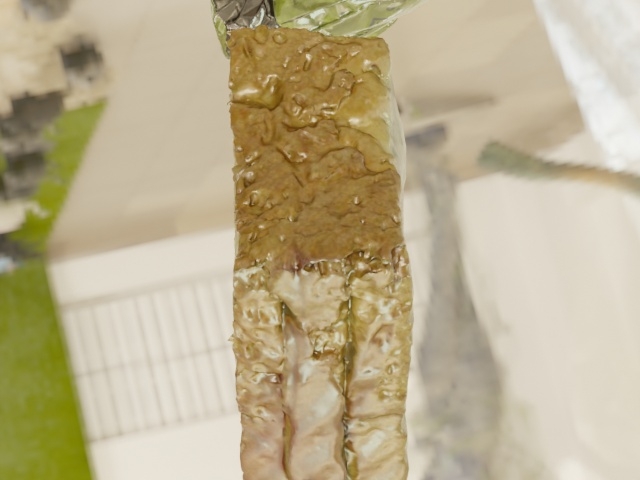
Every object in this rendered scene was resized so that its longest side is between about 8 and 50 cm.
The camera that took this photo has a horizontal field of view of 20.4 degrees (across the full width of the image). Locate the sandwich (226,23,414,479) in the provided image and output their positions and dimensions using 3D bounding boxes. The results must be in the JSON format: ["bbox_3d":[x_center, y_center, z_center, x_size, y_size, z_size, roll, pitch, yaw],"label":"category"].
[{"bbox_3d":[0.000,0.000,1.294,0.131,0.325,0.262,-3,133,-1],"label":"sandwich"}]

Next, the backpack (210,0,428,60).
[{"bbox_3d":[0.010,-0.284,2.004,0.253,0.140,0.207,-14,-175,40],"label":"backpack"}]
